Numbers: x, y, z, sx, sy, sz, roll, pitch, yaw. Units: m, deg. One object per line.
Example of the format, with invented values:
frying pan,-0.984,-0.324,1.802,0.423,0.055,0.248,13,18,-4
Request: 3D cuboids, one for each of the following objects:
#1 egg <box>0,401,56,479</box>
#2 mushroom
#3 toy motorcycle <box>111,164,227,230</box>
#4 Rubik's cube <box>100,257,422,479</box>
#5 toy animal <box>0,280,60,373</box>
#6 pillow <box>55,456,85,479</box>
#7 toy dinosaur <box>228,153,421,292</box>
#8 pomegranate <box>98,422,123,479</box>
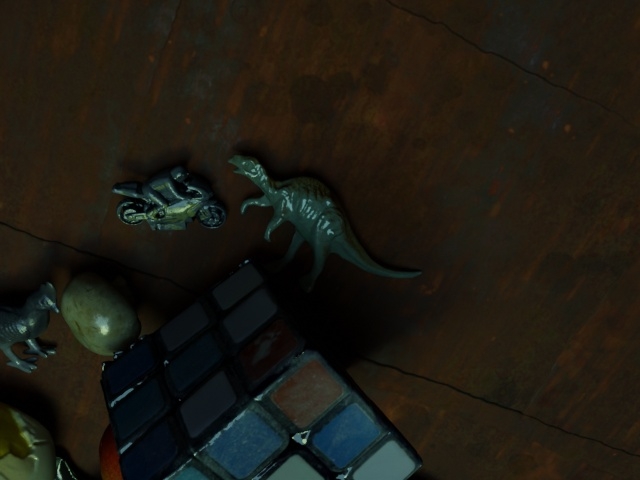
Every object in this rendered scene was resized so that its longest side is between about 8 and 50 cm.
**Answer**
egg,-0.676,0.494,1.490,0.283,0.345,0.283,6,156,3
mushroom,-0.393,0.130,1.375,0.127,0.166,0.166,-37,118,-23
toy motorcycle,-0.256,-0.074,1.293,0.193,0.061,0.124,3,125,-4
Rubik's cube,-0.109,0.305,1.252,0.362,0.359,0.363,-39,119,-7
toy animal,-0.592,0.164,1.434,0.367,0.081,0.205,-8,129,23
pillow,-0.558,0.527,1.655,0.091,0.055,0.135,-13,120,47
toy dinosaur,0.000,0.000,1.309,0.393,0.092,0.205,22,113,-5
pomegranate,-0.330,0.427,1.496,0.210,0.210,0.235,1,115,3
